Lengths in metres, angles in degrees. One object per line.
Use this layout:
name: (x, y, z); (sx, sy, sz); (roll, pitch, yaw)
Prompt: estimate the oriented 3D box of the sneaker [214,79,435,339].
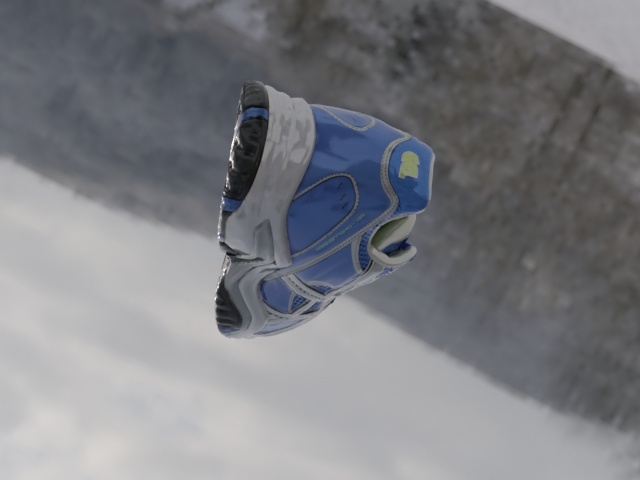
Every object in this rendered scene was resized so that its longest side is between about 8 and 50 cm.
sneaker: (0.000, 0.000, 0.840); (0.081, 0.080, 0.211); (9, 166, 0)
